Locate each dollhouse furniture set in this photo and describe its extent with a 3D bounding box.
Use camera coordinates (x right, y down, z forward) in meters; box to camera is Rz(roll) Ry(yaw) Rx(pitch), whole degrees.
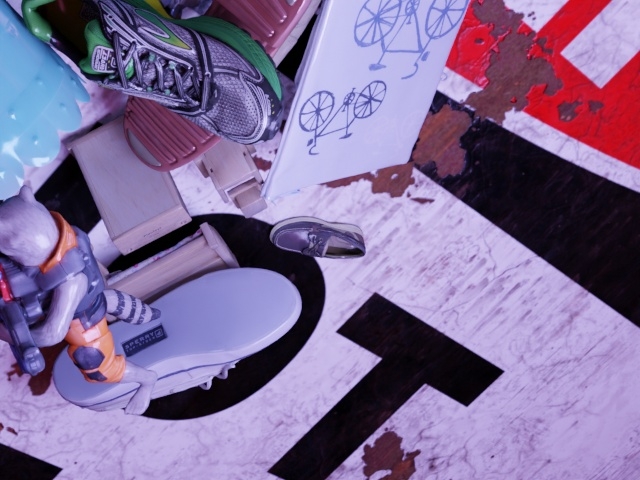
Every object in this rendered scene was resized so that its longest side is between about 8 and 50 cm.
[{"bbox_3d":[-0.206,-0.030,1.993,0.303,0.174,0.355,-27,155,1],"label":"dollhouse furniture set"}]

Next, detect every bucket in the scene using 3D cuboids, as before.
[{"bbox_3d":[-0.432,-0.166,1.654,0.281,0.281,0.183,-34,118,6],"label":"bucket"}]

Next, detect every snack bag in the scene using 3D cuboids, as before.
[{"bbox_3d":[0.071,-0.222,1.871,0.323,0.037,0.342,-18,136,-47],"label":"snack bag"}]

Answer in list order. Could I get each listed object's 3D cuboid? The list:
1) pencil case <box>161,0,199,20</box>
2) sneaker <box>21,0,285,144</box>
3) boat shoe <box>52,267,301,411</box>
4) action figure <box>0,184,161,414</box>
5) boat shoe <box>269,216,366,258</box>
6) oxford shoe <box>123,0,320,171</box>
[{"bbox_3d":[-0.124,-0.383,1.703,0.273,0.124,0.113,-41,118,10],"label":"pencil case"},{"bbox_3d":[-0.197,-0.202,1.617,0.343,0.146,0.134,28,123,13],"label":"sneaker"},{"bbox_3d":[-0.190,0.162,2.011,0.367,0.136,0.156,-25,155,2],"label":"boat shoe"},{"bbox_3d":[-0.333,0.035,1.727,0.178,0.341,0.330,-30,147,-7],"label":"action figure"},{"bbox_3d":[0.000,0.000,2.099,0.152,0.049,0.056,1,126,-22],"label":"boat shoe"},{"bbox_3d":[-0.103,-0.232,1.733,0.140,0.146,0.397,48,126,2],"label":"oxford shoe"}]
